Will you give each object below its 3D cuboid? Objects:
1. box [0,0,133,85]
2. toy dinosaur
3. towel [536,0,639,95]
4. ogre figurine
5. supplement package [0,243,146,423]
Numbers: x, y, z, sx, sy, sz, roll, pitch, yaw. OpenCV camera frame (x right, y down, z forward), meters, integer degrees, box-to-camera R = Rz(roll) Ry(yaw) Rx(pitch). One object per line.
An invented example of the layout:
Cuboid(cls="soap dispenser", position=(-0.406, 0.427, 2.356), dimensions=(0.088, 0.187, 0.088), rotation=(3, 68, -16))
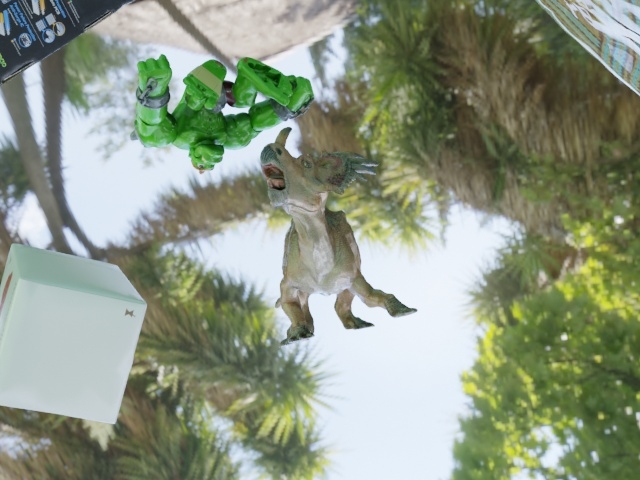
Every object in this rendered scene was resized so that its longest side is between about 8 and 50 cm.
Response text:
Cuboid(cls="box", position=(-0.405, -0.365, 1.103), dimensions=(0.073, 0.295, 0.293), rotation=(11, -134, 43))
Cuboid(cls="toy dinosaur", position=(0.000, 0.000, 0.950), dimensions=(0.127, 0.200, 0.296), rotation=(-12, 172, -10))
Cuboid(cls="towel", position=(0.093, -0.122, 0.357), dimensions=(0.040, 0.271, 0.370), rotation=(-45, -112, 12))
Cuboid(cls="ogre figurine", position=(-0.111, -0.135, 0.929), dimensions=(0.197, 0.097, 0.118), rotation=(-26, 168, -44))
Cuboid(cls="supplement package", position=(-0.381, 0.125, 1.312), dimensions=(0.175, 0.177, 0.293), rotation=(15, -177, -22))
